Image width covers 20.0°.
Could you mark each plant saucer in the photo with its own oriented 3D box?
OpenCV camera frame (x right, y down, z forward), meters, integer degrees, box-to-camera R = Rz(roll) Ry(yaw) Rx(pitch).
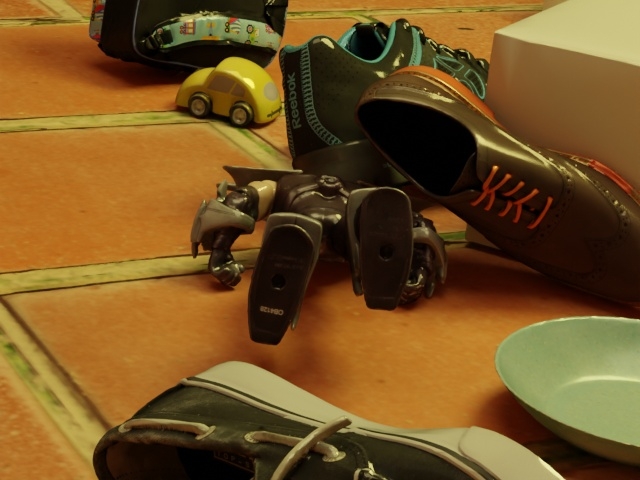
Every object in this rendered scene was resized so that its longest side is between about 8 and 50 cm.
[{"bbox_3d":[0.203,0.102,1.137,0.195,0.037,0.195,6,20,-2],"label":"plant saucer"}]

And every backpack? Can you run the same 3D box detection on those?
[{"bbox_3d":[-0.122,-0.238,1.784,0.173,0.158,0.117,8,-2,-35],"label":"backpack"}]

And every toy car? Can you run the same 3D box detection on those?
[{"bbox_3d":[0.000,-0.116,1.628,0.239,0.053,0.225,1,21,-13],"label":"toy car"}]

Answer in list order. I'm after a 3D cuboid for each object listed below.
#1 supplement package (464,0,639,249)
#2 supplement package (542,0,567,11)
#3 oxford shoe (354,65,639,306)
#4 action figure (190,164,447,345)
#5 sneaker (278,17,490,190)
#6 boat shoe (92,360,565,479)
[{"bbox_3d":[0.261,-0.096,1.476,0.175,0.178,0.293,16,22,24],"label":"supplement package"},{"bbox_3d":[0.396,-0.303,2.096,0.194,0.149,0.203,23,27,37],"label":"supplement package"},{"bbox_3d":[0.139,-0.030,1.325,0.271,0.097,0.098,32,21,14],"label":"oxford shoe"},{"bbox_3d":[0.000,0.000,1.271,0.185,0.099,0.285,-1,7,-1],"label":"action figure"},{"bbox_3d":[0.091,-0.127,1.522,0.125,0.140,0.341,-14,5,35],"label":"sneaker"},{"bbox_3d":[0.003,0.136,0.892,0.105,0.113,0.306,-21,31,-39],"label":"boat shoe"}]
